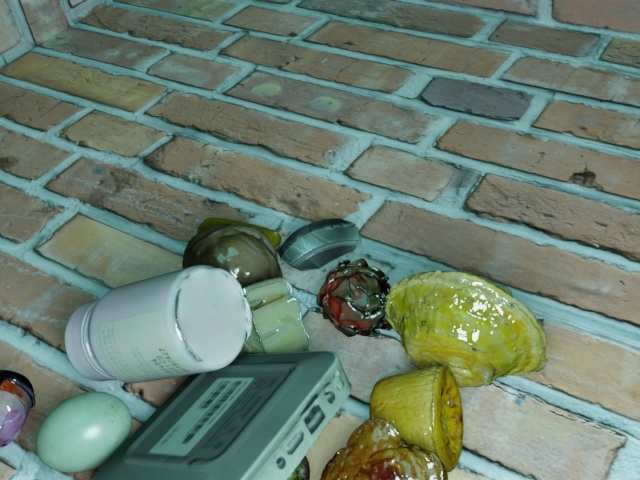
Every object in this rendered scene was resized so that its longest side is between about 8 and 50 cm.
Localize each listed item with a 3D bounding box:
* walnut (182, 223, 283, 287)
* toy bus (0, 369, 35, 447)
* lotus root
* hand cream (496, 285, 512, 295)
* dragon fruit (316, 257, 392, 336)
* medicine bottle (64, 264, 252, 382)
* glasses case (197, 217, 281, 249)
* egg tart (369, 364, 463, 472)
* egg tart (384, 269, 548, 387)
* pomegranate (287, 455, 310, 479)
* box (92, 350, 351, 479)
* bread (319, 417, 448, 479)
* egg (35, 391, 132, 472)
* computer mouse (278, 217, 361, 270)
[{"bbox_3d":[-0.207,0.074,1.886,0.248,0.248,0.248,-5,40,4],"label":"walnut"},{"bbox_3d":[-0.772,0.360,1.729,0.302,0.128,0.147,1,45,8],"label":"toy bus"},{"bbox_3d":[-0.114,0.197,1.750,0.119,0.235,0.138,-21,10,-39],"label":"lotus root"},{"bbox_3d":[0.378,0.167,1.799,0.084,0.084,0.203,13,39,23],"label":"hand cream"},{"bbox_3d":[0.082,0.130,1.822,0.182,0.182,0.188,-16,0,-9],"label":"dragon fruit"},{"bbox_3d":[-0.349,0.185,1.700,0.378,0.214,0.214,-14,31,37],"label":"medicine bottle"},{"bbox_3d":[-0.216,-0.013,2.127,0.234,0.064,0.079,11,36,24],"label":"glasses case"},{"bbox_3d":[0.181,0.340,1.547,0.147,0.203,0.203,-7,38,21],"label":"egg tart"},{"bbox_3d":[0.273,0.194,1.610,0.341,0.341,0.132,13,54,23],"label":"egg tart"},{"bbox_3d":[-0.079,0.442,1.519,0.130,0.130,0.130,-5,40,4],"label":"pomegranate"},{"bbox_3d":[-0.179,0.356,1.512,0.396,0.111,0.396,-10,25,40],"label":"box"},{"bbox_3d":[0.115,0.454,1.394,0.232,0.135,0.247,30,87,35],"label":"bread"},{"bbox_3d":[-0.472,0.384,1.625,0.192,0.149,0.149,-21,41,-18],"label":"egg"},{"bbox_3d":[-0.001,-0.003,2.070,0.231,0.071,0.126,-24,42,-19],"label":"computer mouse"}]
